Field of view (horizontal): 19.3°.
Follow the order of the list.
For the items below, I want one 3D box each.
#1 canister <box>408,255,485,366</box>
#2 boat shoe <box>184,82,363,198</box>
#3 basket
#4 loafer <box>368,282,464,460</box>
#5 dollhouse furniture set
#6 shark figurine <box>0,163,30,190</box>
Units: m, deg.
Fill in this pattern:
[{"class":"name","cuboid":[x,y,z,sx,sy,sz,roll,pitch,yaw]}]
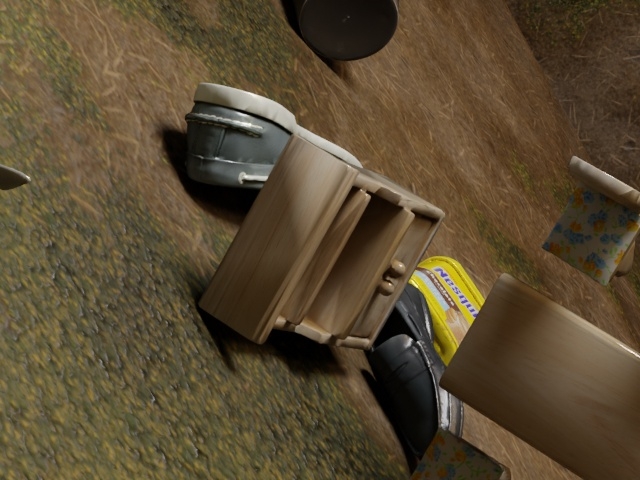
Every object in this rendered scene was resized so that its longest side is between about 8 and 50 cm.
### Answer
[{"class":"canister","cuboid":[0.122,0.085,2.035,0.126,0.073,0.170,57,19,6]},{"class":"boat shoe","cuboid":[-0.049,-0.066,1.870,0.319,0.116,0.099,33,71,-65]},{"class":"basket","cuboid":[0.027,-0.349,2.453,0.204,0.154,0.227,43,25,-32]},{"class":"loafer","cuboid":[0.082,0.126,1.864,0.078,0.076,0.223,22,37,-35]},{"class":"dollhouse furniture set","cuboid":[0.137,0.087,1.632,0.394,0.362,0.256,32,7,23]},{"class":"shark figurine","cuboid":[-0.273,-0.139,1.330,0.166,0.116,0.278,43,19,-30]}]
